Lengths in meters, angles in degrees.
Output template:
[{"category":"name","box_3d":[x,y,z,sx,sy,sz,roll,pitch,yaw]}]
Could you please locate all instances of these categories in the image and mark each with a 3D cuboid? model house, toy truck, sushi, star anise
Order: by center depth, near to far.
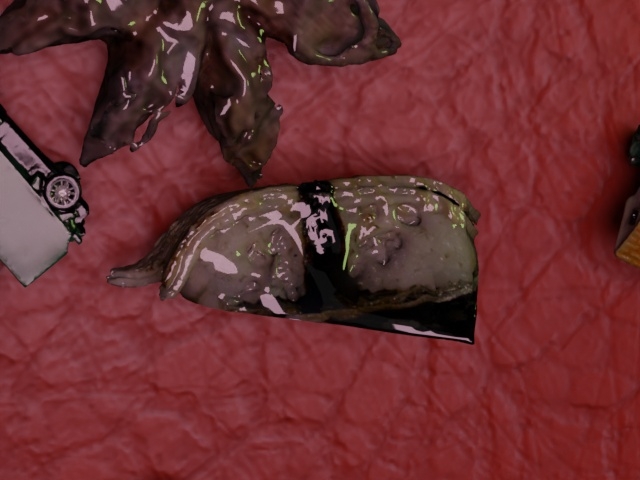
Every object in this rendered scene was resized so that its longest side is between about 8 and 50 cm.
[{"category":"star anise","box_3d":[-0.088,-0.193,1.141,0.332,0.117,0.331,-3,99,-17]},{"category":"toy truck","box_3d":[-0.226,-0.051,1.168,0.079,0.065,0.147,-38,105,0]},{"category":"sushi","box_3d":[-0.011,-0.003,1.192,0.273,0.134,0.109,8,95,-3]},{"category":"model house","box_3d":[0.262,-0.023,1.244,0.088,0.100,0.100,21,98,-14]}]
